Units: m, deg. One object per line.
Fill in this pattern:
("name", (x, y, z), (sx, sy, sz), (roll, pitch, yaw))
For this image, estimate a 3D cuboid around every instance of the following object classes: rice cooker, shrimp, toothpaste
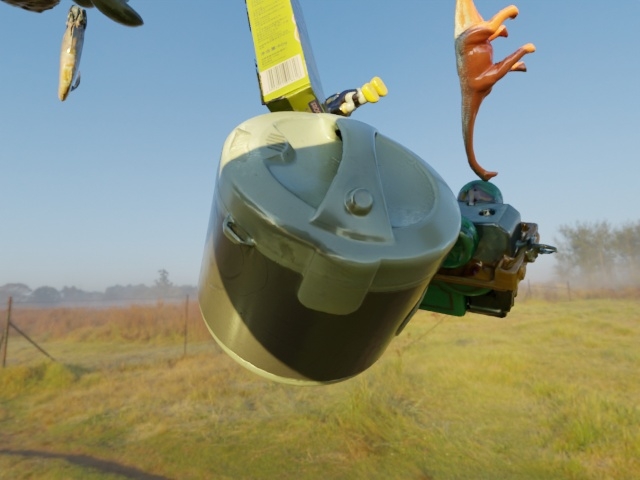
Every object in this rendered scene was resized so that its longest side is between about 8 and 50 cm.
("rice cooker", (0.002, -0.002, 0.525), (0.288, 0.288, 0.277), (3, -49, -23))
("shrimp", (-0.586, -0.433, 1.025), (0.046, 0.219, 0.152), (9, 3, -30))
("toothpaste", (-0.059, -0.319, 0.721), (0.077, 0.327, 0.110), (-20, -29, 14))

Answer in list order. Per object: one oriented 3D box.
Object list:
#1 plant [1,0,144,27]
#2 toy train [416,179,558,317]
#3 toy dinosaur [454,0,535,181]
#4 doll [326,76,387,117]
("plant", (-0.407, -0.434, 0.678), (0.149, 0.146, 0.274), (-1, 8, 33))
("toy train", (0.192, 0.035, 0.794), (0.429, 0.249, 0.178), (7, 32, 36))
("toy dinosaur", (0.207, -0.208, 0.538), (0.101, 0.280, 0.055), (-20, 21, 11))
("doll", (0.011, -0.311, 1.056), (0.316, 0.145, 0.103), (-13, -42, 40))
